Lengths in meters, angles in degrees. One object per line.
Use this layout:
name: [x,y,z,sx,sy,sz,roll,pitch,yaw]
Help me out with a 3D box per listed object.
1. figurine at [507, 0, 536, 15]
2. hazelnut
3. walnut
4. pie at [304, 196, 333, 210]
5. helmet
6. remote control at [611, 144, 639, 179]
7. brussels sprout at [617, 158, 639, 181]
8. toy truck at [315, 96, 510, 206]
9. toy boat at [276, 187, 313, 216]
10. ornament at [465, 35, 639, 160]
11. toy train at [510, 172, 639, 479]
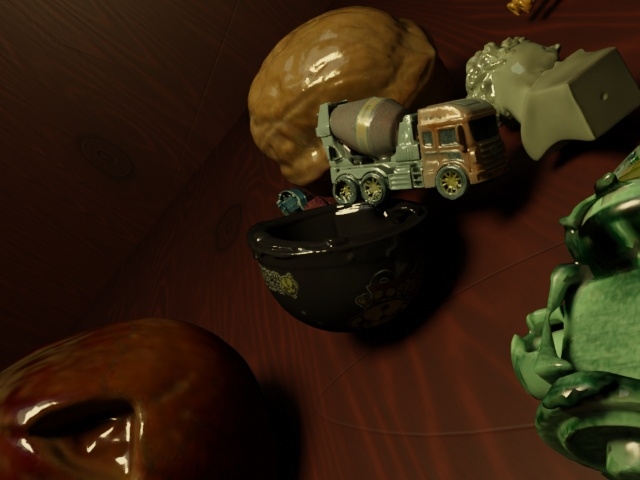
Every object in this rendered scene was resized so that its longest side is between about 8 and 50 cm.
figurine: [0.382,-0.471,0.983,0.240,0.116,0.174,-44,21,5]
hazelnut: [-0.264,0.282,0.860,0.429,0.402,0.402,-32,30,52]
walnut: [0.056,-0.228,1.038,0.344,0.306,0.306,-18,40,44]
pie: [0.000,0.000,1.073,0.154,0.036,0.154,179,90,-72]
helmet: [0.027,0.037,0.846,0.231,0.160,0.279,-20,13,-30]
remote control: [0.369,-0.112,0.582,0.256,0.045,0.097,-44,11,31]
brussels sprout: [0.289,-0.011,0.497,0.155,0.118,0.155,-37,37,35]
toy truck: [0.106,-0.127,0.817,0.257,0.140,0.108,-1,15,41]
toy boat: [-0.061,-0.081,1.357,0.061,0.060,0.137,-35,23,-13]
ornament: [0.270,-0.177,0.773,0.130,0.120,0.285,-28,26,6]
toy train: [0.250,0.063,0.303,0.299,0.238,0.166,-25,36,53]
